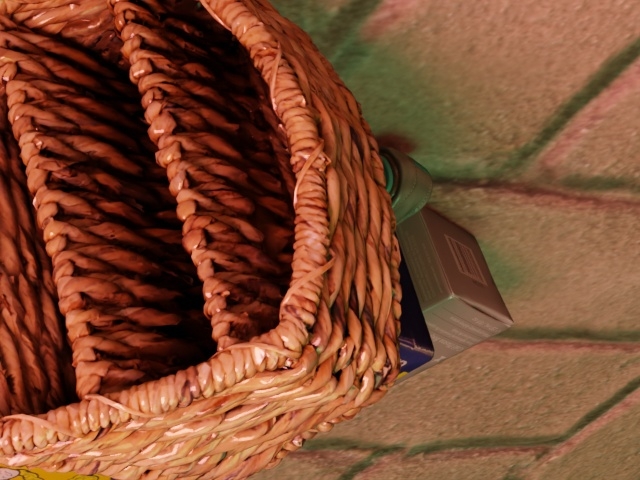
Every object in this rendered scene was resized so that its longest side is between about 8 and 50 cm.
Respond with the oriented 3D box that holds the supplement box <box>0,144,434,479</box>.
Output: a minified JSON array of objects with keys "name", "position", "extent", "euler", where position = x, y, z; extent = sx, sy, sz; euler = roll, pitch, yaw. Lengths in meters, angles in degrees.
[{"name":"supplement box","position":[-0.130,0.065,1.235],"extent":[0.356,0.195,0.194],"euler":[-33,149,28]}]

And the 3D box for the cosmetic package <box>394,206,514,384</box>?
[{"name":"cosmetic package","position":[0.025,0.072,1.438],"extent":[0.238,0.107,0.127],"euler":[-32,152,21]}]

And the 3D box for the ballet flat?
[{"name":"ballet flat","position":[0.000,0.000,1.324],"extent":[0.213,0.072,0.068],"euler":[-33,153,27]}]

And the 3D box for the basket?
[{"name":"basket","position":[-0.100,-0.027,0.966],"extent":[0.213,0.299,0.223],"euler":[-32,149,25]}]
